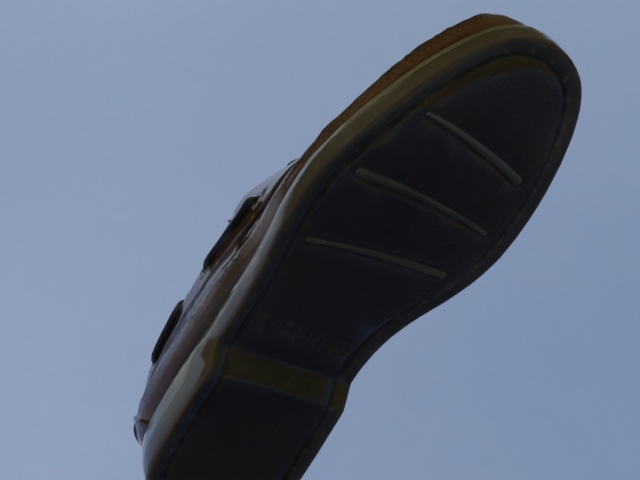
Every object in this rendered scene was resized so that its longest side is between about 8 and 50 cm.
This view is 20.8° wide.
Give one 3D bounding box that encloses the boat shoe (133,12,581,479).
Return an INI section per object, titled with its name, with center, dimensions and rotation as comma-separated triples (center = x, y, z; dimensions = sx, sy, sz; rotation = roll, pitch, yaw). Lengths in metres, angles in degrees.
[boat shoe]
center = 0.000, 0.000, 0.857
dimensions = 0.111, 0.307, 0.104
rotation = 29, -157, -29
